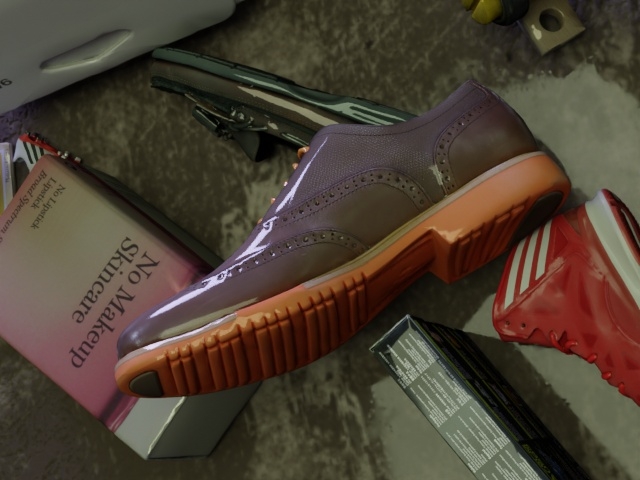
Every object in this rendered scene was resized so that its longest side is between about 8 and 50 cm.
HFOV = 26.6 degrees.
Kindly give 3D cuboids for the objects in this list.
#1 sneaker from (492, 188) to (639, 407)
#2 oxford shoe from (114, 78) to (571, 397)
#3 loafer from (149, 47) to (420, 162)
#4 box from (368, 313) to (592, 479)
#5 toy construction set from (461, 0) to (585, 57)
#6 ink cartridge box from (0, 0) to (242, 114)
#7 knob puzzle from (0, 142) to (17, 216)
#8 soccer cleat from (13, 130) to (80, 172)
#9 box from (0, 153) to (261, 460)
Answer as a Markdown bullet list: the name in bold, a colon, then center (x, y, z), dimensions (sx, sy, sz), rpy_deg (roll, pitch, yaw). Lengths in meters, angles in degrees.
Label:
- **sneaker**: center (0.212, 0.083, 1.029), dimensions (0.128, 0.087, 0.221), rpy_deg (-28, 63, 23)
- **oxford shoe**: center (0.000, 0.000, 1.005), dimensions (0.364, 0.130, 0.132), rpy_deg (-26, 70, -14)
- **loafer**: center (-0.030, -0.092, 1.120), dimensions (0.267, 0.096, 0.084), rpy_deg (18, 95, 18)
- **box**: center (0.131, 0.142, 0.983), dimensions (0.045, 0.184, 0.190), rpy_deg (-43, 73, 11)
- **toy construction set**: center (0.246, -0.231, 1.011), dimensions (0.309, 0.237, 0.257), rpy_deg (31, 68, 2)
- **ink cartridge box**: center (-0.257, -0.346, 1.169), dimensions (0.285, 0.166, 0.395), rpy_deg (-21, 70, 15)
- **knob puzzle**: center (-0.371, 0.004, 1.257), dimensions (0.213, 0.030, 0.213), rpy_deg (-2, 83, 19)
- **soccer cleat**: center (-0.245, -0.068, 1.225), dimensions (0.083, 0.029, 0.035), rpy_deg (31, 103, 23)
- **box**: center (-0.161, 0.056, 1.126), dimensions (0.232, 0.127, 0.148), rpy_deg (36, 95, 20)
